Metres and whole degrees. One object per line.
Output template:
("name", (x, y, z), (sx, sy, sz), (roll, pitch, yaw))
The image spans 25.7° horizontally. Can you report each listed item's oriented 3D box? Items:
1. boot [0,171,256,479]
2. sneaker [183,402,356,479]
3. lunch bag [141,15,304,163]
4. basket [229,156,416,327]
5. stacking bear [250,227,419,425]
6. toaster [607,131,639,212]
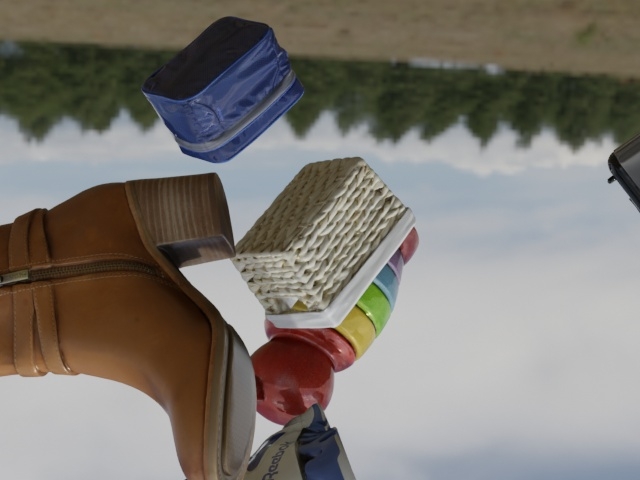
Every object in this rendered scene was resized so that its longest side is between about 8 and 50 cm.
("boot", (-0.172, 0.082, 1.109), (0.220, 0.283, 0.109), (-12, 157, 6))
("sneaker", (-0.061, 0.260, 1.469), (0.182, 0.127, 0.315), (-18, 177, -6))
("lunch bag", (-0.060, -0.100, 0.936), (0.098, 0.065, 0.067), (-43, -143, -20))
("basket", (0.000, 0.000, 1.479), (0.113, 0.103, 0.167), (-4, -140, 51))
("stacking bear", (-0.003, 0.092, 1.702), (0.164, 0.289, 0.175), (-7, 140, 48))
("toaster", (0.323, -0.033, 1.140), (0.110, 0.185, 0.168), (-39, 165, 17))
